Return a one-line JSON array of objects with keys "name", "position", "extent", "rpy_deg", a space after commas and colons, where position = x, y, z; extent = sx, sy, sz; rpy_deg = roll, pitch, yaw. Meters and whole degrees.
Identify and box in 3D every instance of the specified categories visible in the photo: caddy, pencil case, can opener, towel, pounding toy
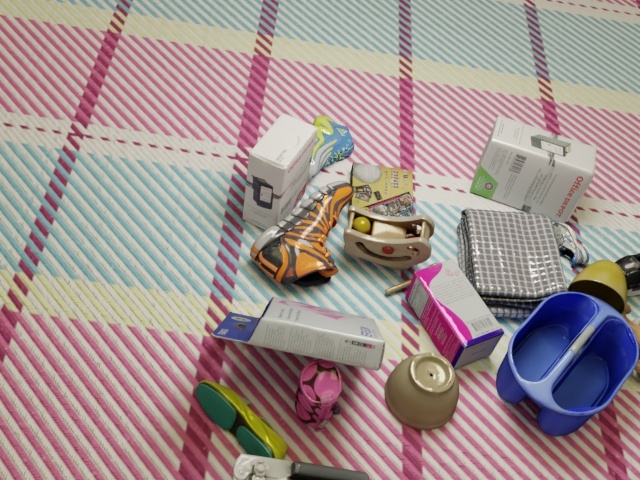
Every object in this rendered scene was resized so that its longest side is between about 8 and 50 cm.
[{"name": "caddy", "position": [0.546, 0.261, 1.762], "extent": [0.241, 0.179, 0.341], "rpy_deg": [37, 54, 20]}, {"name": "pencil case", "position": [-0.003, 0.310, 1.595], "extent": [0.095, 0.209, 0.098], "rpy_deg": [-2, 64, -3]}, {"name": "can opener", "position": [-0.042, 0.469, 1.550], "extent": [0.280, 0.093, 0.074], "rpy_deg": [10, 51, -14]}, {"name": "towel", "position": [0.464, 0.050, 1.954], "extent": [0.234, 0.121, 0.284], "rpy_deg": [4, 50, -6]}, {"name": "pounding toy", "position": [0.177, 0.026, 1.875], "extent": [0.269, 0.154, 0.155], "rpy_deg": [17, 59, -9]}]

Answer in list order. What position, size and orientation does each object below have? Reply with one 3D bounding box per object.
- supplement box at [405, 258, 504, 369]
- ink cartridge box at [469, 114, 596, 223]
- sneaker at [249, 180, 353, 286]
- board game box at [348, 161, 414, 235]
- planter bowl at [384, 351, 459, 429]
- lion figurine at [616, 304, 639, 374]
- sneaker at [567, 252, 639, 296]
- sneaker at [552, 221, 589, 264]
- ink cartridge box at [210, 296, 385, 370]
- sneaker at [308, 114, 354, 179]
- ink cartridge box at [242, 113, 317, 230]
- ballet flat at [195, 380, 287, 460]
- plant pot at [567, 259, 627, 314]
[{"name": "supplement box", "position": [0.302, 0.167, 1.835], "extent": [0.111, 0.114, 0.220], "rpy_deg": [-16, 57, -21]}, {"name": "ink cartridge box", "position": [0.559, -0.184, 2.114], "extent": [0.272, 0.198, 0.115], "rpy_deg": [20, 49, 5]}, {"name": "sneaker", "position": [0.000, 0.000, 1.924], "extent": [0.180, 0.125, 0.321], "rpy_deg": [42, 66, 17]}, {"name": "board game box", "position": [0.157, -0.092, 2.064], "extent": [0.165, 0.042, 0.243], "rpy_deg": [8, 50, -4]}, {"name": "planter bowl", "position": [0.227, 0.306, 1.709], "extent": [0.162, 0.109, 0.162], "rpy_deg": [6, 50, -7]}, {"name": "lion figurine", "position": [0.850, 0.272, 1.860], "extent": [0.391, 0.142, 0.240], "rpy_deg": [-5, 59, 3]}, {"name": "sneaker", "position": [0.723, 0.089, 1.970], "extent": [0.283, 0.124, 0.107], "rpy_deg": [-20, 57, -24]}, {"name": "sneaker", "position": [0.634, 0.008, 2.068], "extent": [0.058, 0.052, 0.135], "rpy_deg": [-20, 57, -19]}, {"name": "ink cartridge box", "position": [-0.041, 0.176, 1.655], "extent": [0.329, 0.324, 0.072], "rpy_deg": [13, 93, -1]}, {"name": "sneaker", "position": [0.026, -0.244, 2.132], "extent": [0.126, 0.091, 0.240], "rpy_deg": [13, 49, -1]}, {"name": "ink cartridge box", "position": [-0.100, -0.162, 1.944], "extent": [0.100, 0.237, 0.172], "rpy_deg": [25, 51, 10]}, {"name": "ballet flat", "position": [-0.155, 0.364, 1.622], "extent": [0.231, 0.077, 0.077], "rpy_deg": [42, 34, 19]}, {"name": "plant pot", "position": [0.658, 0.101, 1.868], "extent": [0.134, 0.134, 0.095], "rpy_deg": [27, 60, 12]}]
